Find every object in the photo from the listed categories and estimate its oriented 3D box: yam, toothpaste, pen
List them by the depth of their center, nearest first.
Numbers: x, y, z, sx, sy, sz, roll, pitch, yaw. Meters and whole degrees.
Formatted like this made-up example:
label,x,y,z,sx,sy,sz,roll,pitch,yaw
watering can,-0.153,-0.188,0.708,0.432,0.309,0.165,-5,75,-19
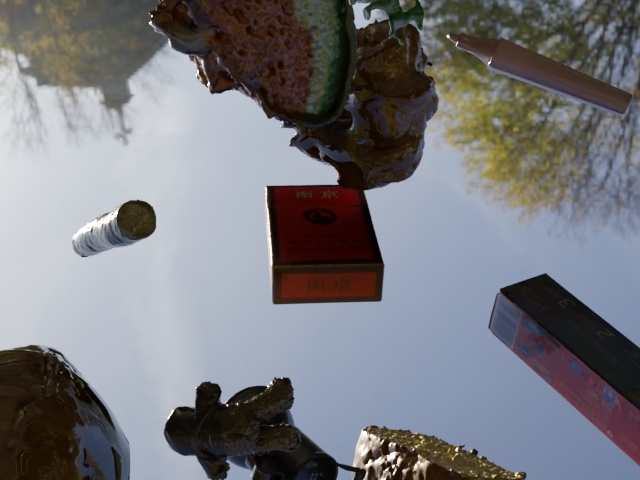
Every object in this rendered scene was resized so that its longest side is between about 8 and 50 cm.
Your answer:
label,x,y,z,sx,sy,sz,roll,pitch,yaw
toothpaste,0.306,0.151,0.952,0.076,0.066,0.320,-15,-140,-28
pen,0.223,-0.177,0.961,0.197,0.032,0.053,22,-171,3
yam,-0.306,-0.013,1.347,0.061,0.061,0.274,-24,-174,-29

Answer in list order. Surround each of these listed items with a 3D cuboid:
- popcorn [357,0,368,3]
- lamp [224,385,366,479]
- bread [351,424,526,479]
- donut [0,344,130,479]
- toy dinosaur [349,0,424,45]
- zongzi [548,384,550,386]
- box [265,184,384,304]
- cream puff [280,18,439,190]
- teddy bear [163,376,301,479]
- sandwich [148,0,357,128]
label,x,y,z,sx,sy,sz,roll,pitch,yaw
popcorn,-0.003,-0.454,1.561,0.236,0.206,0.252,-11,-125,3
lamp,-0.064,0.350,1.504,0.172,0.147,0.227,13,-168,-41
bread,0.175,0.426,1.534,0.194,0.179,0.340,11,177,-26
donut,-0.164,0.215,0.482,0.159,0.330,0.330,-4,-149,-8
toy dinosaur,0.052,-0.192,0.724,0.062,0.083,0.021,-24,-167,-30
zongzi,0.330,0.177,1.191,0.109,0.055,0.119,32,-150,-11
box,0.000,-0.001,1.333,0.153,0.074,0.240,-5,-150,-3
cream puff,0.060,-0.193,1.303,0.241,0.269,0.154,41,-133,20
teddy bear,-0.106,0.221,1.086,0.160,0.119,0.078,-9,-176,3
sandwich,-0.064,-0.250,1.039,0.212,0.292,0.109,-33,-141,5
